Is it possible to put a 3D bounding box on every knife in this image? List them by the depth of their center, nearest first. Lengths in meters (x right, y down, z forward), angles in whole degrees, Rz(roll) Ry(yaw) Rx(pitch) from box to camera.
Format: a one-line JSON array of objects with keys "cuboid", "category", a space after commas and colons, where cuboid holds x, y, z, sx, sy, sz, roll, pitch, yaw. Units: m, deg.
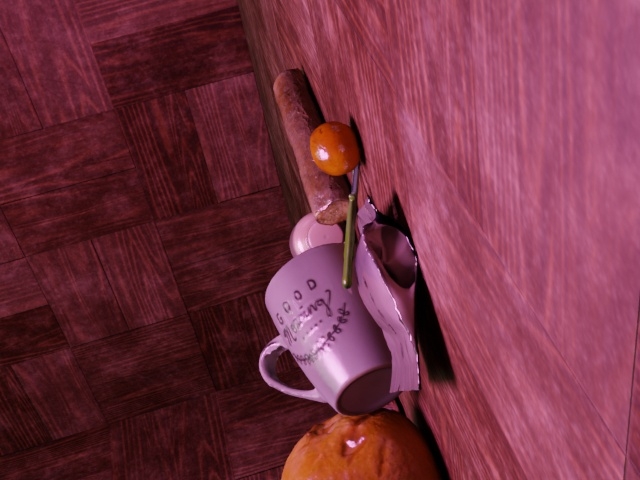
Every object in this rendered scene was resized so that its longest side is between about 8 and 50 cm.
[{"cuboid": [0.045, -0.021, 1.320, 0.054, 0.015, 0.212, 87, -173, -60], "category": "knife"}]

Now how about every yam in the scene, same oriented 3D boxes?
[{"cuboid": [-0.018, -0.175, 1.620, 0.081, 0.081, 0.357, 80, 173, -52], "category": "yam"}]

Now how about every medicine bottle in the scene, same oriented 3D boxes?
[{"cuboid": [0.000, 0.000, 1.734, 0.252, 0.114, 0.114, 149, 105, -85], "category": "medicine bottle"}]

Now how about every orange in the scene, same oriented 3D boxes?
[{"cuboid": [0.022, -0.134, 1.306, 0.083, 0.070, 0.083, -18, -90, -83], "category": "orange"}]

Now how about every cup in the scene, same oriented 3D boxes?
[{"cuboid": [0.011, 0.173, 1.447, 0.186, 0.258, 0.234, 24, -150, -46], "category": "cup"}]

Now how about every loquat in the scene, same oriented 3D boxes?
[{"cuboid": [0.075, 0.413, 1.442, 0.284, 0.276, 0.276, 54, -178, -20], "category": "loquat"}]

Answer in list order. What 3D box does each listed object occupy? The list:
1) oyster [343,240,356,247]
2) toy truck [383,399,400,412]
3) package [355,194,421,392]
[{"cuboid": [0.064, 0.059, 1.606, 0.122, 0.045, 0.146, -108, 11, -58], "category": "oyster"}, {"cuboid": [0.109, 0.325, 1.745, 0.192, 0.083, 0.092, -115, 15, -66], "category": "toy truck"}, {"cuboid": [0.094, 0.074, 1.193, 0.204, 0.062, 0.251, 106, 151, -80], "category": "package"}]
